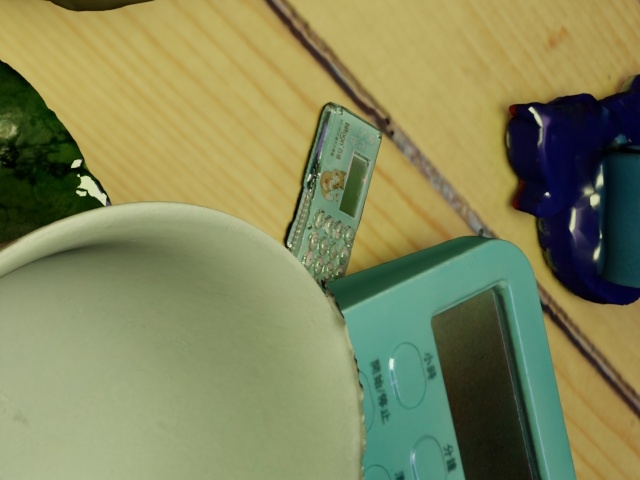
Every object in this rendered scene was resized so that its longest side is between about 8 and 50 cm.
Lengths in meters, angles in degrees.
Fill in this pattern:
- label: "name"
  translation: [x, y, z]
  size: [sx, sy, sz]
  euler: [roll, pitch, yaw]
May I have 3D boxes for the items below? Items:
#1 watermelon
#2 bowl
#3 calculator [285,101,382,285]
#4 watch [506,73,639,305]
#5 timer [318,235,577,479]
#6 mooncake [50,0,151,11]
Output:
- label: "watermelon"
  translation: [-0.124, -0.007, 0.825]
  size: [0.181, 0.075, 0.092]
  euler: [66, 27, -25]
- label: "bowl"
  translation: [-0.149, 0.131, 0.751]
  size: [0.345, 0.157, 0.345]
  euler: [-23, 122, -43]
- label: "calculator"
  translation: [0.000, 0.000, 1.013]
  size: [0.057, 0.018, 0.172]
  euler: [28, 72, -45]
- label: "watch"
  translation: [0.263, -0.026, 1.153]
  size: [0.196, 0.200, 0.171]
  euler: [-19, 110, -47]
- label: "timer"
  translation: [0.060, 0.132, 0.981]
  size: [0.250, 0.091, 0.232]
  euler: [-20, 102, -31]
- label: "mooncake"
  translation: [-0.107, -0.255, 0.776]
  size: [0.290, 0.161, 0.290]
  euler: [-5, 96, -48]
